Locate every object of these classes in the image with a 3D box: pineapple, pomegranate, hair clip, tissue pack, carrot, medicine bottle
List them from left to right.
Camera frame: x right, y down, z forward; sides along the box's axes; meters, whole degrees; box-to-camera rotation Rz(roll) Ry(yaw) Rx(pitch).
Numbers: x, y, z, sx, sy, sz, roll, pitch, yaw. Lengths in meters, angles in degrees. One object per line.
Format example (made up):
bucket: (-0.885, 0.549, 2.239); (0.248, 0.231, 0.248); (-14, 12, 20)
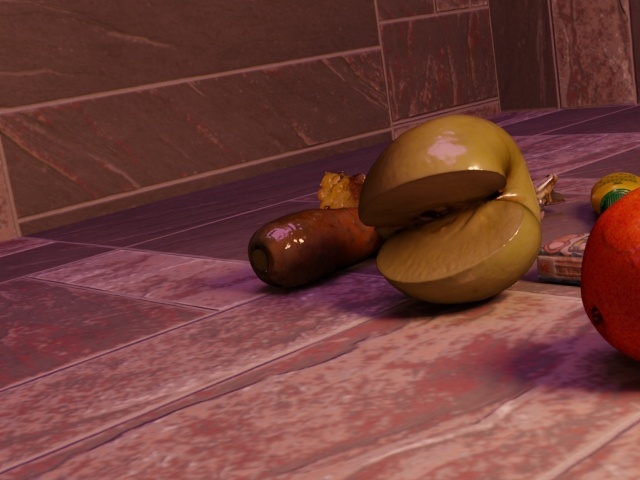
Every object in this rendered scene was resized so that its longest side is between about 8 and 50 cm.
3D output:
carrot: (0.000, 0.000, 1.886); (0.138, 0.139, 0.302); (2, 15, 42)
pineapple: (0.107, -0.044, 2.157); (0.249, 0.140, 0.164); (15, -19, 29)
hair clip: (0.365, -0.065, 2.081); (0.292, 0.085, 0.106); (-14, 17, -2)
tissue pack: (0.433, 0.027, 1.589); (0.115, 0.065, 0.155); (-18, 15, -41)
medicine bottle: (0.573, -0.072, 1.940); (0.111, 0.076, 0.309); (-11, 10, 18)
pomegranate: (0.423, 0.030, 1.163); (0.256, 0.221, 0.221); (-39, 19, -12)

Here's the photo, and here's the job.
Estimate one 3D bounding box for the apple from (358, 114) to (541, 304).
apple: (0.199, -0.043, 1.557); (0.254, 0.292, 0.292); (-20, 4, 32)
